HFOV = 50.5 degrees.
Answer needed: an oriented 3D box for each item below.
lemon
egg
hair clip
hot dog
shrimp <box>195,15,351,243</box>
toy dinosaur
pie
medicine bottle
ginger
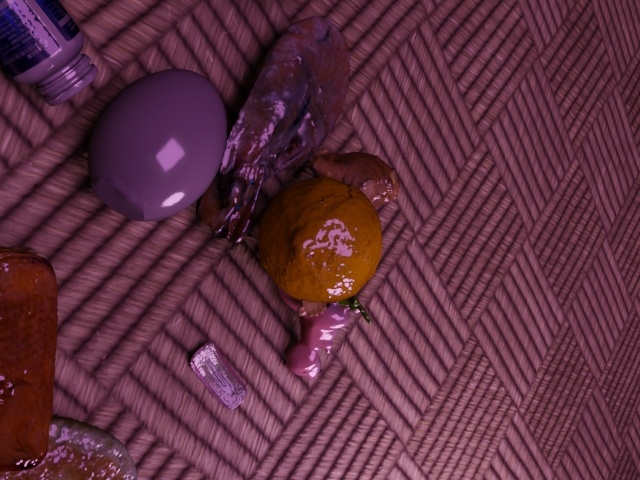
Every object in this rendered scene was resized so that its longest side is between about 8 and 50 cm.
[{"bbox_3d":[0.000,0.000,1.081,0.260,0.204,0.204,-34,124,-80],"label":"lemon"},{"bbox_3d":[-0.223,-0.140,0.955,0.176,0.176,0.232,41,65,-37],"label":"egg"},{"bbox_3d":[-0.172,0.227,1.142,0.054,0.022,0.137,-48,124,-28],"label":"hair clip"},{"bbox_3d":[-0.397,0.141,0.824,0.196,0.122,0.272,30,51,-64],"label":"hot dog"},{"bbox_3d":[-0.069,-0.189,1.154,0.445,0.110,0.221,-59,145,-22],"label":"shrimp"},{"bbox_3d":[-0.016,0.141,1.235,0.177,0.152,0.194,-35,128,-3],"label":"toy dinosaur"},{"bbox_3d":[-0.385,0.382,0.929,0.302,0.067,0.302,-6,99,-42],"label":"pie"},{"bbox_3d":[-0.371,-0.269,0.852,0.107,0.107,0.191,-51,125,-27],"label":"medicine bottle"},{"bbox_3d":[0.068,-0.109,1.229,0.216,0.157,0.102,-9,112,-70],"label":"ginger"}]
